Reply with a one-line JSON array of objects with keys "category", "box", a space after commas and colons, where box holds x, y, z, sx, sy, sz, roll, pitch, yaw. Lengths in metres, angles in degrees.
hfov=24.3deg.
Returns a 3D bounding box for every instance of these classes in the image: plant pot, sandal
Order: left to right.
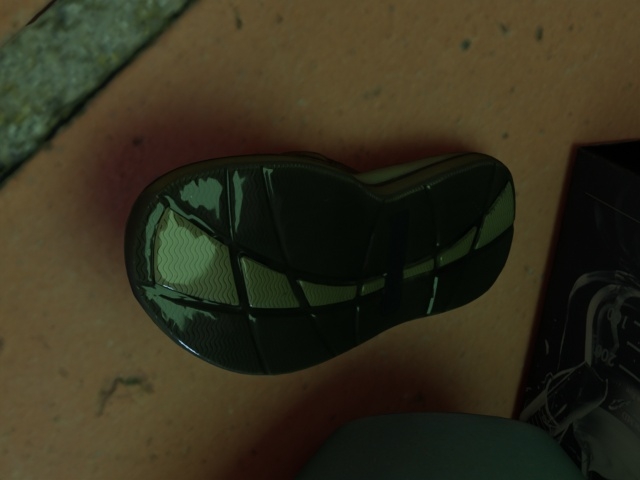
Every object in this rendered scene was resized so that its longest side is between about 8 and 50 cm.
[{"category": "sandal", "box": [0.001, 0.001, 0.851, 0.302, 0.086, 0.120, -5, 111, -50]}, {"category": "plant pot", "box": [0.072, 0.213, 0.912, 0.290, 0.290, 0.195, 18, 66, -40]}]

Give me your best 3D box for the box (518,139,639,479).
[{"category": "box", "box": [0.309, 0.134, 0.957, 0.179, 0.343, 0.312, -8, 117, -34]}]
